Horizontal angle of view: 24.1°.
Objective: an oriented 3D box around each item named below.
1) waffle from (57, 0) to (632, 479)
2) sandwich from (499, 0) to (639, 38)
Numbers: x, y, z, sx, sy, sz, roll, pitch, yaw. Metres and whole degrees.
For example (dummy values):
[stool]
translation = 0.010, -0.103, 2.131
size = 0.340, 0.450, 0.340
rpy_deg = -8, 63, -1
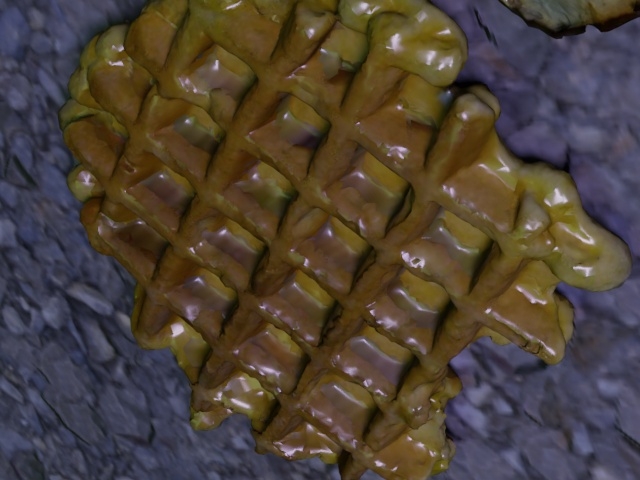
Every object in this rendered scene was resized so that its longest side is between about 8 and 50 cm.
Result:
[waffle]
translation = -0.006, 0.003, 0.721
size = 0.301, 0.058, 0.281
rpy_deg = -26, 104, 48
[sandwich]
translation = 0.092, -0.157, 0.448
size = 0.186, 0.065, 0.215
rpy_deg = 55, 160, -10
